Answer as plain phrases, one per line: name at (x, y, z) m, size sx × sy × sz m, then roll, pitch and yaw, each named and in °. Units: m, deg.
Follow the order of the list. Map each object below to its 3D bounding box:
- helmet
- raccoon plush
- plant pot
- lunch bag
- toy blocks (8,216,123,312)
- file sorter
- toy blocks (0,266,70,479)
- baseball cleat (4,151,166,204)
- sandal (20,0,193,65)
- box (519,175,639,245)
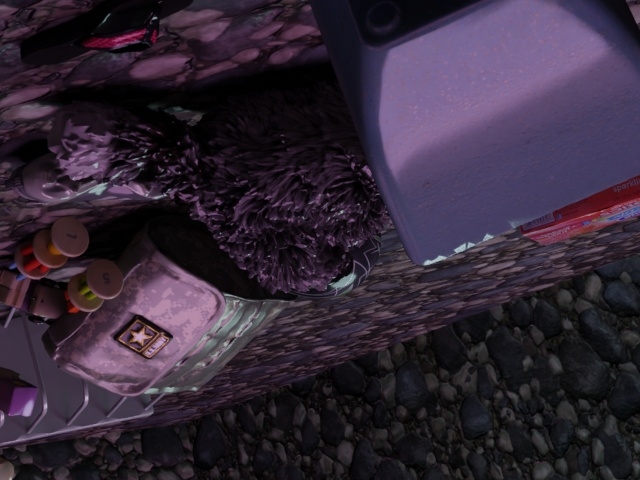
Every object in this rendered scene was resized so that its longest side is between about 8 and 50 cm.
helmet at (0.000, 0.000, 2.172) m, size 0.161 × 0.169 × 0.169 m, roll 1°, pitch 169°, yaw 4°
raccoon plush at (-0.006, -0.095, 1.645) m, size 0.299 × 0.216 × 0.446 m, roll -33°, pitch 160°, yaw 36°
plant pot at (0.115, -0.172, 1.264) m, size 0.247 × 0.248 × 0.252 m, roll -23°, pitch 152°, yaw 8°
lunch bag at (-0.211, 0.091, 2.220) m, size 0.235 × 0.169 × 0.287 m, roll -44°, pitch 155°, yaw 24°
toy blocks at (-0.332, 0.044, 2.091) m, size 0.148 × 0.123 × 0.054 m, roll -27°, pitch -166°, yaw 48°
file sorter at (-0.392, 0.183, 2.503) m, size 0.277 × 0.193 × 0.173 m, roll -10°, pitch 165°, yaw -22°
toy blocks at (-0.551, 0.152, 2.220) m, size 0.260 × 0.309 × 0.288 m, roll 19°, pitch -178°, yaw 43°
baseball cleat at (-0.245, -0.076, 1.782) m, size 0.206 × 0.072 × 0.109 m, roll -1°, pitch 179°, yaw -41°
sandal at (-0.179, -0.174, 1.407) m, size 0.179 × 0.040 × 0.067 m, roll -20°, pitch 167°, yaw 28°
box at (0.396, -0.113, 2.139) m, size 0.300 × 0.154 × 0.142 m, roll -19°, pitch 168°, yaw 18°
